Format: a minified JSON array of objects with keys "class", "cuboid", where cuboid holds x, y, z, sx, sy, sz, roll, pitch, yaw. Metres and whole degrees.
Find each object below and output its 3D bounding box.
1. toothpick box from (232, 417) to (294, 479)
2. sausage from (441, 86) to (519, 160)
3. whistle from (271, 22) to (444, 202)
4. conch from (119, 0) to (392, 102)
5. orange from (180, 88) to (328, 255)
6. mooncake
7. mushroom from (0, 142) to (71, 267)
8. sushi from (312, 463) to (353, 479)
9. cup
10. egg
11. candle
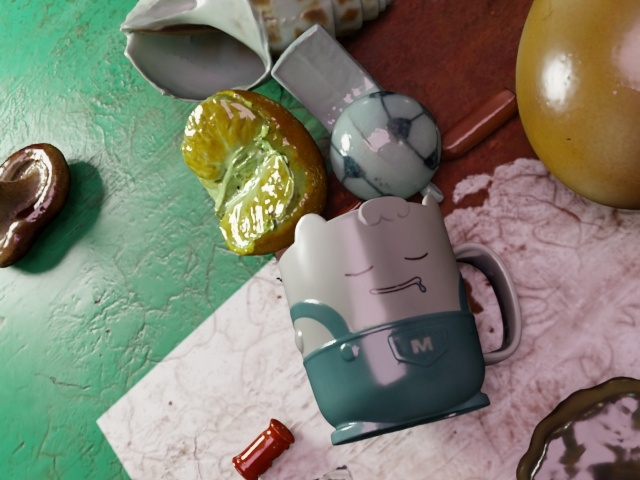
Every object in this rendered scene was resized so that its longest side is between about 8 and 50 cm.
[{"class":"toothpick box","cuboid":[-0.076,0.284,1.072,0.083,0.047,0.047,-46,67,4]},{"class":"sausage","cuboid":[0.214,-0.157,1.078,0.131,0.039,0.041,-38,70,8]},{"class":"whistle","cuboid":[0.061,-0.148,1.049,0.289,0.163,0.163,42,94,-14]},{"class":"conch","cuboid":[-0.091,-0.327,1.149,0.368,0.197,0.249,2,99,17]},{"class":"orange","cuboid":[-0.084,-0.092,1.104,0.179,0.158,0.237,-44,67,27]},{"class":"mooncake","cuboid":[0.354,0.291,0.854,0.290,0.161,0.290,-5,76,21]},{"class":"mushroom","cuboid":[-0.513,-0.072,1.222,0.148,0.217,0.227,32,89,24]},{"class":"sushi","cuboid":[-0.043,0.467,1.014,0.290,0.050,0.264,-32,69,11]},{"class":"cup","cuboid":[0.108,0.094,0.977,0.289,0.219,0.258,-10,72,-16]},{"class":"egg","cuboid":[0.368,-0.206,0.903,0.282,0.282,0.351,-1,74,20]},{"class":"candle","cuboid":[0.000,0.000,1.128,0.167,0.021,0.026,-44,41,7]}]
